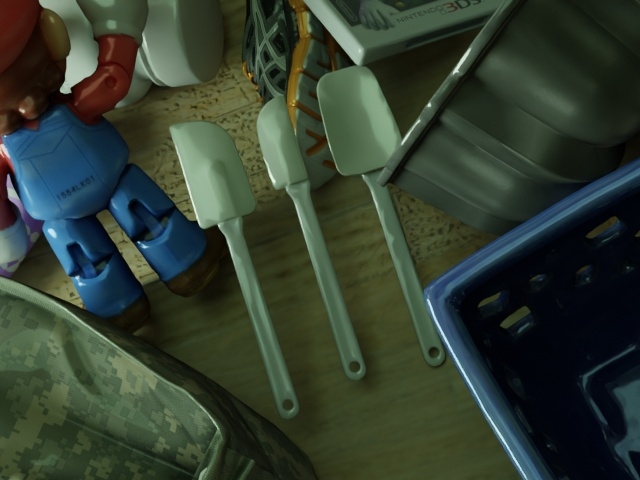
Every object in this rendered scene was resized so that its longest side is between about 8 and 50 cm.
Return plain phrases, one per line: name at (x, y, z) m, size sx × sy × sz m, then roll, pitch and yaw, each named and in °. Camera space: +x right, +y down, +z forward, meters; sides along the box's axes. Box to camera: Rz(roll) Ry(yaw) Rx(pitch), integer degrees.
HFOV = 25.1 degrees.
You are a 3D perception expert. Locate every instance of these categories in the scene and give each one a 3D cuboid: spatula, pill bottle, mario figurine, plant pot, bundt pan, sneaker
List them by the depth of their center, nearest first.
plant pot at (0.236, 0.095, 0.937) m, size 0.236 × 0.212 × 0.236 m, roll -30°, pitch 65°, yaw 5°
bundt pan at (0.184, -0.135, 0.994) m, size 0.124 × 0.331 × 0.331 m, roll 38°, pitch 86°, yaw 2°
spatula at (0.000, 0.000, 1.100) m, size 0.168 × 0.019 × 0.242 m, roll -18°, pitch 84°, yaw -8°
mario figurine at (-0.206, -0.091, 1.138) m, size 0.170 × 0.321 × 0.198 m, roll -4°, pitch 33°, yaw 51°
sneaker at (-0.023, -0.139, 1.189) m, size 0.083 × 0.084 × 0.215 m, roll -16°, pitch 65°, yaw 32°
pill bottle at (-0.206, -0.175, 1.228) m, size 0.229 × 0.131 × 0.131 m, roll -4°, pitch 70°, yaw 18°

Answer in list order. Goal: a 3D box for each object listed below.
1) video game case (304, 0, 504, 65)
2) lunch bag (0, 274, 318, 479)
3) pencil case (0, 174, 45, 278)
video game case at (0.049, -0.232, 1.170) m, size 0.173 × 0.022 × 0.190 m, roll -21°, pitch 59°, yaw -30°
lunch bag at (-0.153, 0.148, 1.036) m, size 0.287 × 0.235 × 0.169 m, roll 18°, pitch 77°, yaw 23°
pencil case at (-0.294, 0.000, 1.218) m, size 0.086 × 0.088 × 0.206 m, roll 28°, pitch 83°, yaw 37°
